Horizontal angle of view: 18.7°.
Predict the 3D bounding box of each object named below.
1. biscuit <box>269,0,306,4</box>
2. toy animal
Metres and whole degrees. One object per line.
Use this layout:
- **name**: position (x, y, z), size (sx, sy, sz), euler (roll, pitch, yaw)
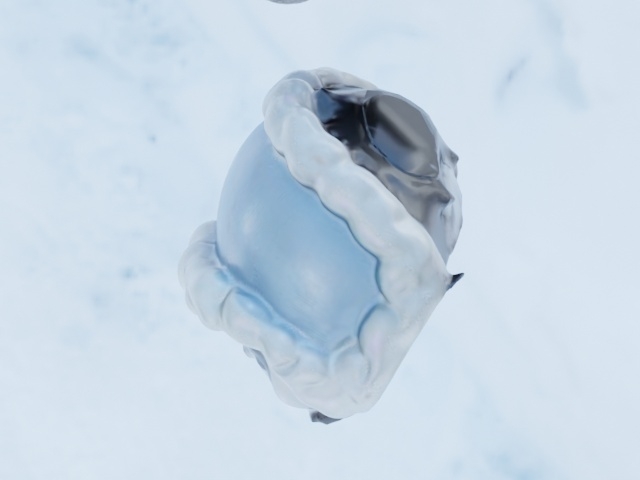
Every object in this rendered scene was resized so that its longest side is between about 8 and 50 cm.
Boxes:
- **biscuit**: position (0.047, -0.185, 1.218), size (0.205, 0.138, 0.031), euler (-4, 80, 17)
- **toy animal**: position (0.000, 0.000, 1.255), size (0.156, 0.204, 0.208), euler (30, 24, -6)
